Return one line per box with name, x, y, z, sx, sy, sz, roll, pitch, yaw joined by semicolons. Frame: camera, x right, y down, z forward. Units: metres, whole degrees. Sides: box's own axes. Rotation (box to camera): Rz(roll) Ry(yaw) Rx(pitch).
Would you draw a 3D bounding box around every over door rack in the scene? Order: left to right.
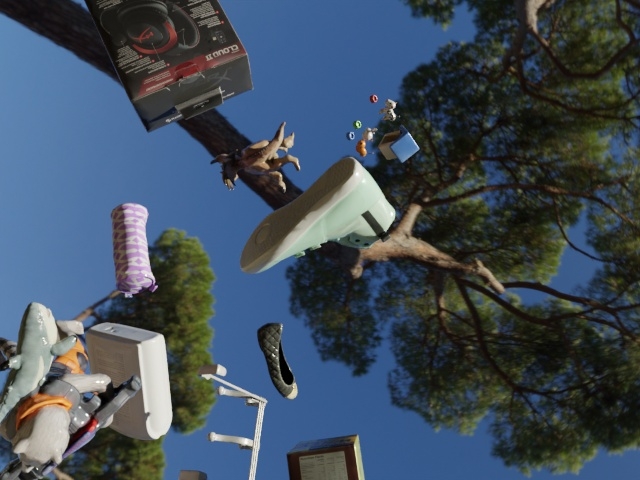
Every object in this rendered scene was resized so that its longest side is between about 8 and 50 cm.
over door rack;-0.229;0.442;1.291;0.108;0.324;0.240;-4;-120;15

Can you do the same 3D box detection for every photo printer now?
photo printer;-0.535;0.400;1.582;0.255;0.107;0.308;4;-78;33

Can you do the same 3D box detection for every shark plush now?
shark plush;-0.397;0.162;0.736;0.073;0.067;0.161;24;-109;19

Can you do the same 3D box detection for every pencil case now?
pencil case;-0.413;0.017;1.250;0.086;0.088;0.206;-39;-124;40

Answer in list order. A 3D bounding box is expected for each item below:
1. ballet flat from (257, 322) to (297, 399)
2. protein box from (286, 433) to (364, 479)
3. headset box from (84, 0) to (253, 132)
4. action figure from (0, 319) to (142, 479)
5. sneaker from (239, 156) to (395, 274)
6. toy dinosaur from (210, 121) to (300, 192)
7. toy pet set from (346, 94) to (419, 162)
ballet flat;-0.073;0.230;1.058;0.049;0.057;0.173;-12;-64;11
protein box;0.021;0.512;1.137;0.135;0.200;0.201;-9;-104;3
headset box;-0.270;-0.352;1.025;0.218;0.110;0.293;-26;-107;-9
action figure;-0.490;0.290;0.935;0.341;0.179;0.330;-45;-152;-17
sneaker;0.000;0.000;0.898;0.255;0.151;0.094;-37;-144;17
toy dinosaur;-0.172;-0.209;1.469;0.295;0.200;0.127;148;-61;-68
toy pet set;0.123;-0.196;1.030;0.065;0.114;0.122;-6;-134;46
